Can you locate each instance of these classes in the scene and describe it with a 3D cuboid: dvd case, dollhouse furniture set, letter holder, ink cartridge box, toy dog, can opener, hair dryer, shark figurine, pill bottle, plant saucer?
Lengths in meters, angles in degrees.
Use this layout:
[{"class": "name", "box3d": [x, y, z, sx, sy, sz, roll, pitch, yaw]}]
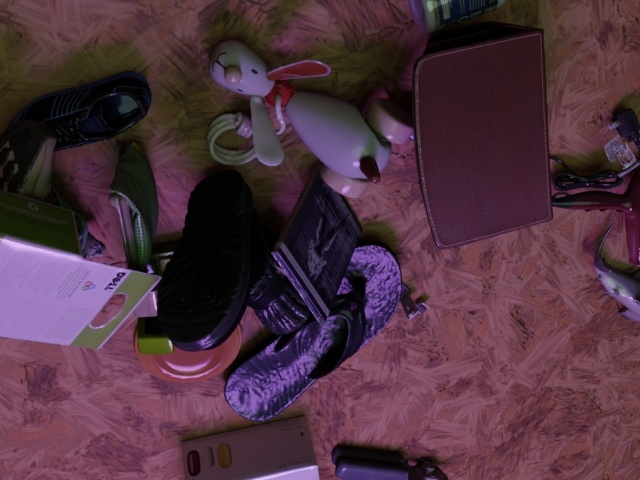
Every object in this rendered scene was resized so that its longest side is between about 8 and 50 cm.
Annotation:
[{"class": "dvd case", "box3d": [0.000, 0.000, 1.298, 0.018, 0.221, 0.164, -9, 130, 32]}, {"class": "dollhouse furniture set", "box3d": [0.148, 0.156, 1.495, 0.114, 0.081, 0.091, -44, 121, 14]}, {"class": "letter holder", "box3d": [0.221, -0.163, 1.212, 0.214, 0.152, 0.302, -16, 113, -13]}, {"class": "ink cartridge box", "box3d": [-0.387, 0.051, 1.103, 0.255, 0.097, 0.189, 19, 124, -43]}, {"class": "toy dog", "box3d": [-0.014, -0.171, 1.180, 0.333, 0.161, 0.220, 9, 117, -8]}, {"class": "can opener", "box3d": [0.152, 0.523, 1.725, 0.283, 0.076, 0.095, 13, 116, -20]}, {"class": "hair dryer", "box3d": [0.540, -0.077, 1.444, 0.223, 0.080, 0.293, -35, 101, 11]}, {"class": "shark figurine", "box3d": [0.630, 0.075, 1.577, 0.278, 0.166, 0.116, 39, 80, -12]}, {"class": "pill bottle", "box3d": [0.223, -0.383, 1.176, 0.169, 0.094, 0.094, -20, 123, -1]}, {"class": "dollhouse furniture set", "box3d": [-0.230, 0.003, 1.236, 0.151, 0.197, 0.301, -7, 123, -7]}, {"class": "plant saucer", "box3d": [-0.244, 0.192, 1.446, 0.200, 0.037, 0.200, -6, 122, -10]}]

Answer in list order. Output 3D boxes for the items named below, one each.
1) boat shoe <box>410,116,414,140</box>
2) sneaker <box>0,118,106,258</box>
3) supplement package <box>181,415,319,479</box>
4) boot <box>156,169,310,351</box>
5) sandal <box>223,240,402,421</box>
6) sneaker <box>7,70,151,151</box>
[{"class": "boat shoe", "box3d": [0.199, -0.191, 1.314, 0.183, 0.065, 0.083, 26, 99, -26]}, {"class": "sneaker", "box3d": [-0.425, -0.019, 1.215, 0.182, 0.158, 0.410, -5, 139, -33]}, {"class": "supplement package", "box3d": [-0.136, 0.504, 1.600, 0.262, 0.145, 0.204, -11, 123, -8]}, {"class": "boot", "box3d": [-0.116, 0.084, 1.221, 0.131, 0.348, 0.260, -11, 133, 19]}, {"class": "sandal", "box3d": [-0.006, 0.191, 1.445, 0.167, 0.107, 0.446, 37, 107, -14]}, {"class": "sneaker", "box3d": [-0.361, -0.179, 1.157, 0.232, 0.090, 0.081, -25, 125, 2]}]
